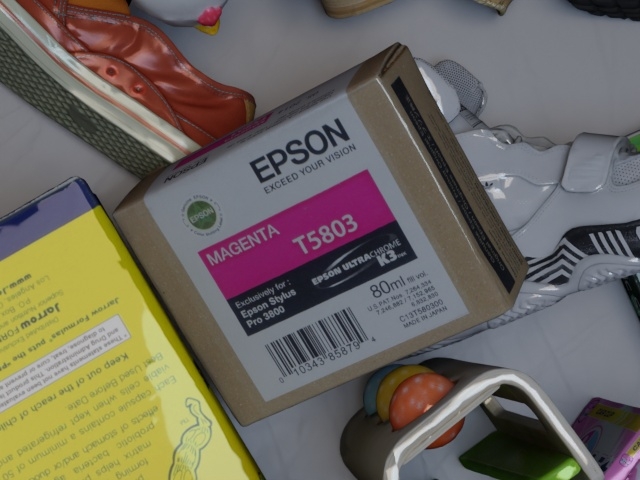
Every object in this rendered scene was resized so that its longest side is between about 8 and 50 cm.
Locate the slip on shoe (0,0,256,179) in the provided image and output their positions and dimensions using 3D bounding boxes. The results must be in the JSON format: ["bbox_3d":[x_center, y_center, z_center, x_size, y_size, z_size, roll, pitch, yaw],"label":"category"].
[{"bbox_3d":[-0.191,-0.158,1.422,0.331,0.123,0.101,36,71,-6],"label":"slip on shoe"}]

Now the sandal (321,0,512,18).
[{"bbox_3d":[0.120,-0.212,1.478,0.240,0.088,0.079,-21,121,1],"label":"sandal"}]

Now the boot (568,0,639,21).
[{"bbox_3d":[0.340,-0.310,1.483,0.338,0.118,0.222,-11,77,-2],"label":"boot"}]

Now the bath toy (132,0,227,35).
[{"bbox_3d":[0.008,-0.251,1.404,0.348,0.129,0.151,-26,61,-9],"label":"bath toy"}]

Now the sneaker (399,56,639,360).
[{"bbox_3d":[0.160,-0.059,1.395,0.366,0.137,0.210,-23,88,18],"label":"sneaker"}]

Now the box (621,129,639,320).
[{"bbox_3d":[0.370,0.034,1.486,0.232,0.058,0.322,-24,88,-5],"label":"box"}]

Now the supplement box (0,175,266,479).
[{"bbox_3d":[-0.165,0.155,1.368,0.195,0.194,0.356,-30,91,-5],"label":"supplement box"}]

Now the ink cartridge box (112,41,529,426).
[{"bbox_3d":[0.000,0.000,1.327,0.235,0.088,0.193,-26,103,24],"label":"ink cartridge box"}]

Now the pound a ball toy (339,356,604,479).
[{"bbox_3d":[0.062,0.173,1.324,0.208,0.319,0.135,-38,91,-5],"label":"pound a ball toy"}]

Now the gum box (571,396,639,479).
[{"bbox_3d":[0.220,0.183,1.402,0.062,0.188,0.107,38,86,-3],"label":"gum box"}]
